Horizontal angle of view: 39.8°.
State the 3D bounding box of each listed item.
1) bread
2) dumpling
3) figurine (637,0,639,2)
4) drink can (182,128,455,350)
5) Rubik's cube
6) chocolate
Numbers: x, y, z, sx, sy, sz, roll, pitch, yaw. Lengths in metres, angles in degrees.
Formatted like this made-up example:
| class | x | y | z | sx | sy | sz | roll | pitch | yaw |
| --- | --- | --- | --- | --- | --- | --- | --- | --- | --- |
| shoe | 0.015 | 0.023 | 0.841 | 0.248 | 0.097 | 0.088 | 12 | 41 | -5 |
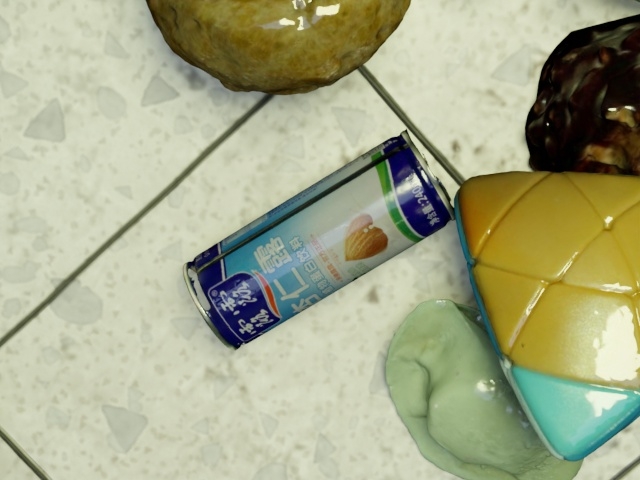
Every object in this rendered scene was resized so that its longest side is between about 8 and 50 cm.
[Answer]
| class | x | y | z | sx | sy | sz | roll | pitch | yaw |
| --- | --- | --- | --- | --- | --- | --- | --- | --- | --- |
| bread | -0.029 | -0.213 | 0.718 | 0.230 | 0.123 | 0.230 | -6 | 56 | 9 |
| dumpling | 0.144 | 0.154 | 0.800 | 0.152 | 0.108 | 0.219 | -41 | 93 | 7 |
| figurine | 0.206 | -0.268 | 0.726 | 0.265 | 0.140 | 0.193 | -14 | 74 | 16 |
| drink can | 0.000 | 0.000 | 0.789 | 0.235 | 0.097 | 0.097 | -31 | 96 | 5 |
| Rubik's cube | 0.262 | 0.043 | 0.733 | 0.254 | 0.254 | 0.254 | 0 | 98 | 2 |
| chocolate | 0.295 | -0.089 | 0.727 | 0.224 | 0.177 | 0.206 | -13 | 97 | 5 |
